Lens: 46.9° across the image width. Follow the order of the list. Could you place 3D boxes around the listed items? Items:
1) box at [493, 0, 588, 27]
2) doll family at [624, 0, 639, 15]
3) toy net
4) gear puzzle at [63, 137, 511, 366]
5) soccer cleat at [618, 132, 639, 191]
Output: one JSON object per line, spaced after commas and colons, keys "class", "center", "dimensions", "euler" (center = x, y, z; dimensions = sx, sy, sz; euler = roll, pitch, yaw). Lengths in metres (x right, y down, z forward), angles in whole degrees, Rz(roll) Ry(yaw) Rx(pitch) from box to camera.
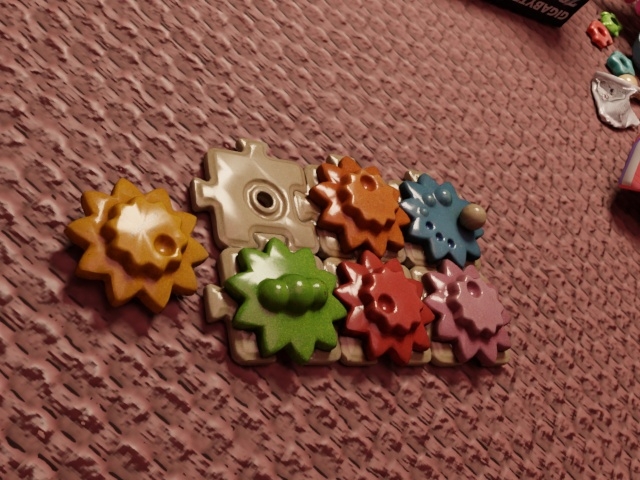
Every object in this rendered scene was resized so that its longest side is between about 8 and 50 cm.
{"class": "box", "center": [0.169, -0.420, 0.880], "dimensions": [0.293, 0.073, 0.295], "euler": [6, 59, -32]}
{"class": "doll family", "center": [0.459, -0.402, 1.019], "dimensions": [0.163, 0.118, 0.263], "euler": [-5, 53, -39]}
{"class": "toy net", "center": [0.383, -0.223, 0.923], "dimensions": [0.122, 0.045, 0.232], "euler": [44, 46, -4]}
{"class": "gear puzzle", "center": [0.000, 0.000, 0.504], "dimensions": [0.339, 0.044, 0.175], "euler": [6, 59, -33]}
{"class": "soccer cleat", "center": [0.448, -0.019, 0.814], "dimensions": [0.318, 0.108, 0.116], "euler": [39, 88, -23]}
